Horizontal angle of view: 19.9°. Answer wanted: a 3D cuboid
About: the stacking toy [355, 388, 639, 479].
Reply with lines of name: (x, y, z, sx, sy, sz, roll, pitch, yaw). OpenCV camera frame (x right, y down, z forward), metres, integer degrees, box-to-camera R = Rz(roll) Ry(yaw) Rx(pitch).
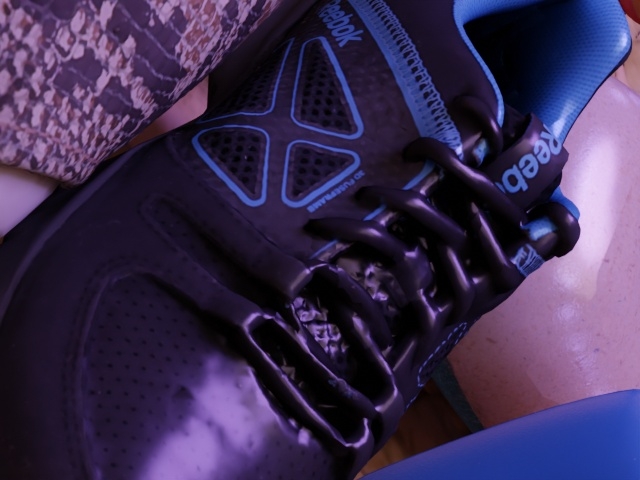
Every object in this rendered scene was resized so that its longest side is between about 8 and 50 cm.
stacking toy: (0.138, 0.199, 0.765, 0.302, 0.165, 0.175, 44, 31, -54)

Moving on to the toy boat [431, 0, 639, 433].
toy boat: (0.131, -0.026, 0.885, 0.267, 0.148, 0.318, 47, 52, -45)

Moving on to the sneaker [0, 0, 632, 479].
sneaker: (0.000, 0.000, 0.577, 0.125, 0.139, 0.341, 56, 38, -27)

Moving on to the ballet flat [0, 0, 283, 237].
ballet flat: (-0.207, -0.042, 0.451, 0.482, 0.164, 0.182, 7, 86, -45)
